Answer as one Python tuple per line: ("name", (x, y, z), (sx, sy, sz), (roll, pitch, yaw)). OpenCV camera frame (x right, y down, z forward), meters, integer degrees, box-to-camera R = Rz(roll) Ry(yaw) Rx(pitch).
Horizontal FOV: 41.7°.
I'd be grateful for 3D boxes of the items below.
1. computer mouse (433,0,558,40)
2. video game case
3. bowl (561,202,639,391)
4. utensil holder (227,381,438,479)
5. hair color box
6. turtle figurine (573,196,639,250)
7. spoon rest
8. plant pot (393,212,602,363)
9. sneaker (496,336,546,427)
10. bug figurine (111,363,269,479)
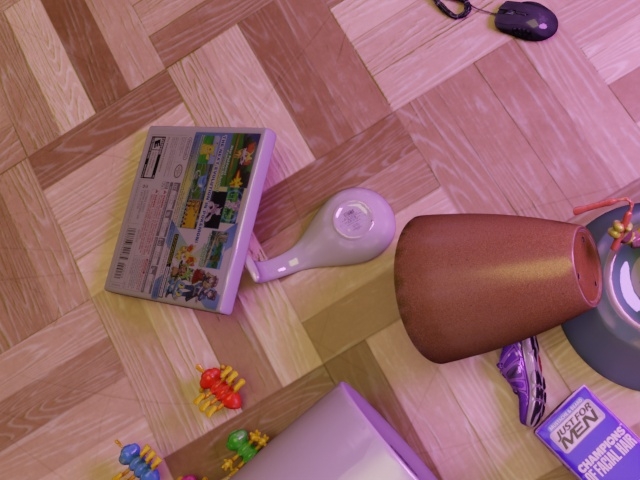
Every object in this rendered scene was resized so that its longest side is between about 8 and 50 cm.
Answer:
("computer mouse", (0.309, -0.416, 1.508), (0.242, 0.041, 0.071), (21, 84, 18))
("video game case", (-0.238, -0.047, 1.509), (0.299, 0.036, 0.329), (7, 78, 36))
("bowl", (0.521, 0.073, 1.280), (0.311, 0.163, 0.312), (-3, 77, 12))
("utensil holder", (-0.008, 0.450, 1.245), (0.385, 0.327, 0.328), (-42, 72, -2))
("hair color box", (0.466, 0.368, 1.214), (0.110, 0.185, 0.339), (-46, 72, 0))
("turtle figurine", (0.494, 0.020, 1.168), (0.269, 0.087, 0.218), (-6, 83, 3))
("spoon rest", (0.000, 0.000, 1.478), (0.276, 0.084, 0.137), (-24, 74, -7))
("plant pot", (0.279, 0.055, 1.262), (0.254, 0.237, 0.237), (-12, 73, 35))
("sneaker", (0.322, 0.218, 1.357), (0.071, 0.068, 0.170), (-14, 65, 26))
("bug figurine", (-0.210, 0.356, 1.440), (0.279, 0.072, 0.216), (-42, 78, -3))
